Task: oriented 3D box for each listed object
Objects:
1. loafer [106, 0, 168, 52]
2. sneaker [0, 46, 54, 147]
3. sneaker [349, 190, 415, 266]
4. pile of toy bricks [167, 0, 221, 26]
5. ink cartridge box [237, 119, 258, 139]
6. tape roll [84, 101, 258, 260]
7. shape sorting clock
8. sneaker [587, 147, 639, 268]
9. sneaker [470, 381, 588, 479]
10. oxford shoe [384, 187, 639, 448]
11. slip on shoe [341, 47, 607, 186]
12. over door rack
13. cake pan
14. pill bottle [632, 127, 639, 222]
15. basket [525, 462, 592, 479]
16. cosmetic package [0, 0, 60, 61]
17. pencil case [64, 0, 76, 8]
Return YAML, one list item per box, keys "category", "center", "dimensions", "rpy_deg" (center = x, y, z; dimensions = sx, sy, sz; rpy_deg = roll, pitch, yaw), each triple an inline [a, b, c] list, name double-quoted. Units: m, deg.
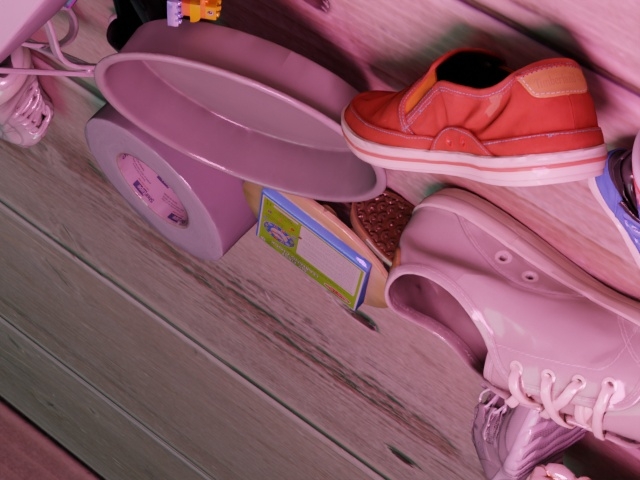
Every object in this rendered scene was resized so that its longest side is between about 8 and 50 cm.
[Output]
- category: "loafer"
  center: [-0.177, -0.207, 1.898]
  dimensions: [0.076, 0.078, 0.223]
  rpy_deg: [41, 151, 28]
- category: "sneaker"
  center: [-0.381, -0.179, 2.385]
  dimensions: [0.118, 0.110, 0.292]
  rpy_deg: [39, 169, -8]
- category: "sneaker"
  center: [0.103, 0.033, 1.888]
  dimensions: [0.192, 0.064, 0.086]
  rpy_deg: [37, 154, 11]
- category: "pile of toy bricks"
  center: [-0.074, -0.259, 1.631]
  dimensions: [0.105, 0.118, 0.212]
  rpy_deg: [9, 144, 4]
- category: "ink cartridge box"
  center: [-0.083, -0.107, 2.013]
  dimensions: [0.145, 0.045, 0.179]
  rpy_deg: [17, 144, 53]
- category: "tape roll"
  center: [-0.168, -0.079, 2.192]
  dimensions: [0.219, 0.072, 0.219]
  rpy_deg: [39, 160, 17]
- category: "shape sorting clock"
  center: [0.000, 0.000, 2.062]
  dimensions: [0.206, 0.040, 0.206]
  rpy_deg: [35, 159, 15]
- category: "sneaker"
  center: [0.272, -0.009, 1.481]
  dimensions: [0.152, 0.058, 0.084]
  rpy_deg: [53, 168, -5]
- category: "sneaker"
  center: [0.197, 0.179, 1.942]
  dimensions: [0.115, 0.105, 0.281]
  rpy_deg: [55, 157, 19]
- category: "oxford shoe"
  center: [0.236, 0.115, 1.705]
  dimensions: [0.449, 0.130, 0.169]
  rpy_deg: [34, 156, 25]
- category: "slip on shoe"
  center: [0.118, -0.106, 1.550]
  dimensions: [0.331, 0.123, 0.101]
  rpy_deg: [-167, 69, -64]
- category: "over door rack"
  center: [-0.400, -0.226, 2.047]
  dimensions: [0.239, 0.324, 0.108]
  rpy_deg: [23, 121, 47]
- category: "cake pan"
  center: [-0.067, -0.123, 1.795]
  dimensions: [0.293, 0.054, 0.293]
  rpy_deg: [20, 165, 5]
- category: "pill bottle"
  center: [0.292, 0.002, 1.368]
  dimensions: [0.124, 0.124, 0.221]
  rpy_deg: [31, 155, 33]
- category: "basket"
  center: [0.290, 0.438, 1.937]
  dimensions: [0.328, 0.266, 0.331]
  rpy_deg: [24, 157, 9]
- category: "cosmetic package"
  center: [-0.299, -0.312, 1.765]
  dimensions: [0.217, 0.156, 0.385]
  rpy_deg: [48, 150, -8]
- category: "pencil case"
  center: [-0.282, -0.314, 1.956]
  dimensions: [0.151, 0.064, 0.070]
  rpy_deg: [52, 173, -20]
